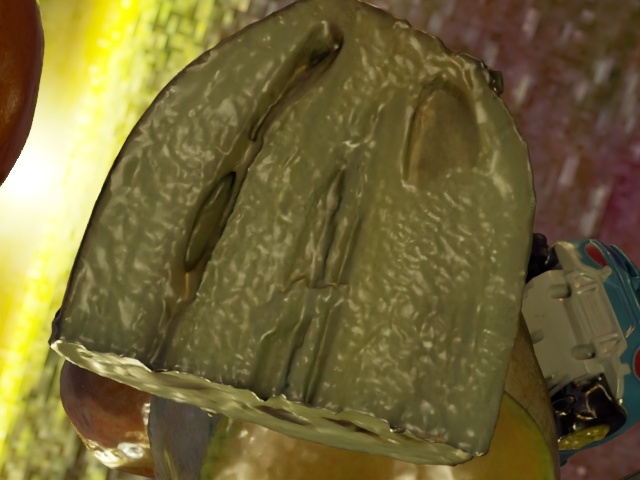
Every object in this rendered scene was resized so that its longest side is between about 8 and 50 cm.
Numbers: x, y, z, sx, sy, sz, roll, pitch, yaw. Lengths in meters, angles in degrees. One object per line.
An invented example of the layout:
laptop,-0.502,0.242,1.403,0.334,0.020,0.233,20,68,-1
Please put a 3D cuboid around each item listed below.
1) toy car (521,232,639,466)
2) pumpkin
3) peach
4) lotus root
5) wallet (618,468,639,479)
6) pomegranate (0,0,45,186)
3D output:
toy car,0.191,0.127,1.646,0.314,0.166,0.198,-50,51,48
pumpkin,0.035,0.160,1.383,0.199,0.332,0.332,-120,48,-78
peach,-0.128,0.142,1.747,0.214,0.235,0.214,-54,-21,-33
lotus root,-0.009,-0.015,1.136,0.149,0.267,0.260,124,160,-74
wallet,0.161,0.180,1.040,0.088,0.026,0.129,-28,18,21
pomegranate,-0.310,-0.129,1.189,0.264,0.264,0.264,-163,90,-77
